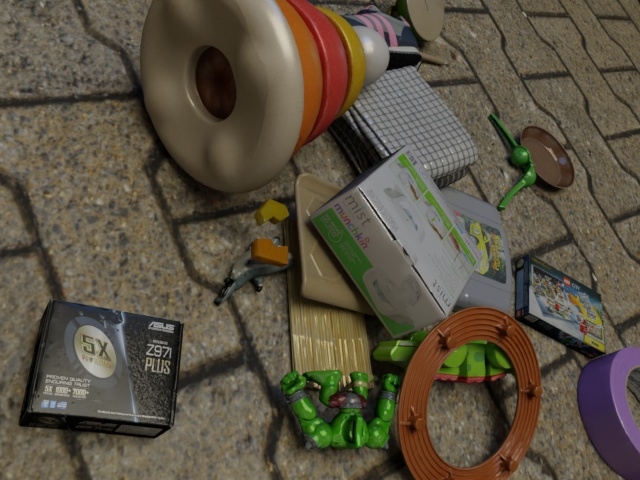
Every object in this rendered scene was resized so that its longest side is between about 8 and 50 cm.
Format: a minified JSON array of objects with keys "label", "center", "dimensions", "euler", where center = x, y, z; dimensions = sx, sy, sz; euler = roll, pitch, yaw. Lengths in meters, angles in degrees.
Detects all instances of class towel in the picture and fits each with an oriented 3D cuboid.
[{"label":"towel","center":[0.163,-0.221,1.312],"dimensions":[0.235,0.121,0.284],"euler":[-22,67,-32]}]

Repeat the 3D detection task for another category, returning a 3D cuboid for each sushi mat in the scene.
[{"label":"sushi mat","center":[0.011,0.110,1.091],"dimensions":[0.151,0.019,0.316],"euler":[11,58,-29]}]

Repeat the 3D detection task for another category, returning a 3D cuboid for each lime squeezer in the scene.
[{"label":"lime squeezer","center":[0.489,-0.193,1.579],"dimensions":[0.110,0.059,0.310],"euler":[3,58,4]}]

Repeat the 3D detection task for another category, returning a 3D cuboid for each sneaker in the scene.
[{"label":"sneaker","center":[0.085,-0.454,1.349],"dimensions":[0.319,0.112,0.131],"euler":[0,71,-44]}]

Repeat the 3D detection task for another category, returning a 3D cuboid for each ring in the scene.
[{"label":"ring","center":[0.269,0.280,1.053],"dimensions":[0.336,0.032,0.337],"euler":[-1,92,-31]}]

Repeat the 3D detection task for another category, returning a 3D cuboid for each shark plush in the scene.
[{"label":"shark plush","center":[-0.106,0.054,1.021],"dimensions":[0.161,0.073,0.067],"euler":[-46,113,-44]}]

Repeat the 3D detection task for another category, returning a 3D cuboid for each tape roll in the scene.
[{"label":"tape roll","center":[0.687,0.374,1.338],"dimensions":[0.275,0.090,0.275],"euler":[17,56,-26]}]

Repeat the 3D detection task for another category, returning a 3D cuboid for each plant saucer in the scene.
[{"label":"plant saucer","center":[0.600,-0.217,1.666],"dimensions":[0.198,0.036,0.198],"euler":[16,55,-25]}]

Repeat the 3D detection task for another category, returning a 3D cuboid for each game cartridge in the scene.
[{"label":"game cartridge","center":[0.320,0.023,1.328],"dimensions":[0.196,0.060,0.294],"euler":[21,54,-27]}]

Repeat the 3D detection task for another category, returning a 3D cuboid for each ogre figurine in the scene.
[{"label":"ogre figurine","center":[0.036,0.263,0.958],"dimensions":[0.197,0.097,0.118],"euler":[18,59,-38]}]

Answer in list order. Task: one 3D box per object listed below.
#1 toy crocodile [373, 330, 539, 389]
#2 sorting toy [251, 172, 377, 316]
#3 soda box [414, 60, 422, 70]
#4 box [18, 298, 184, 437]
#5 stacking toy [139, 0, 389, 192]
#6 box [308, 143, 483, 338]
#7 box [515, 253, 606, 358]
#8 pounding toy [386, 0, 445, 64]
[{"label":"toy crocodile","center":[0.253,0.217,1.124],"dimensions":[0.340,0.115,0.105],"euler":[8,77,-29]},{"label":"sorting toy","center":[0.000,0.000,1.083],"dimensions":[0.307,0.041,0.229],"euler":[19,58,-39]},{"label":"soda box","center":[0.158,-0.449,1.493],"dimensions":[0.169,0.060,0.053],"euler":[35,52,-11]},{"label":"box","center":[-0.284,0.173,0.819],"dimensions":[0.180,0.077,0.147],"euler":[15,55,-26]},{"label":"stacking toy","center":[-0.040,-0.300,1.106],"dimensions":[0.480,0.350,0.350],"euler":[-25,79,-46]},{"label":"box","center":[0.144,-0.005,1.095],"dimensions":[0.262,0.127,0.231],"euler":[55,39,-7]},{"label":"box","center":[0.543,0.149,1.404],"dimensions":[0.233,0.044,0.159],"euler":[27,52,-18]},{"label":"pounding toy","center":[0.230,-0.573,1.607],"dimensions":[0.183,0.110,0.237],"euler":[-10,98,-49]}]
